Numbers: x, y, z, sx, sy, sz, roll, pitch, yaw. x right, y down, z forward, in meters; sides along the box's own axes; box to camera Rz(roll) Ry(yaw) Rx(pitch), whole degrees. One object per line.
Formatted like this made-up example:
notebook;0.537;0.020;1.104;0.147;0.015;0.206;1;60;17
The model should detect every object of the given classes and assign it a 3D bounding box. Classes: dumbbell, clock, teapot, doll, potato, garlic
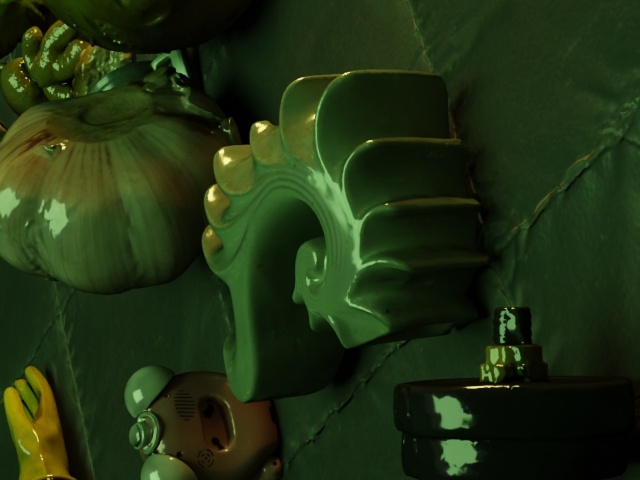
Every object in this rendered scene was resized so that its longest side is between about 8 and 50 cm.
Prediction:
dumbbell;0.148;0.244;1.095;0.185;0.185;0.388;-5;85;60
clock;-0.135;0.214;1.618;0.093;0.162;0.166;-46;52;47
teapot;-0.214;-0.171;1.851;0.108;0.149;0.111;62;-179;17
doll;-0.407;-0.260;2.200;0.209;0.097;0.137;-32;93;39
potato;-0.217;-0.301;1.675;0.300;0.246;0.196;-34;46;49
garlic;-0.241;-0.061;1.672;0.322;0.322;0.241;-2;115;60

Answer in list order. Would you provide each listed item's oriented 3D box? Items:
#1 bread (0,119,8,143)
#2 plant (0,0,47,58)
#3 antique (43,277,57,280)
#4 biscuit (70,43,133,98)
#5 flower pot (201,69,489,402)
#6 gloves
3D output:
bread;-0.523;-0.178;2.301;0.182;0.039;0.251;51;175;4
plant;-0.493;-0.386;2.175;0.251;0.180;0.333;-51;8;-24
antique;-0.284;-0.006;1.859;0.088;0.183;0.086;64;141;40
biscuit;-0.323;-0.210;2.057;0.118;0.061;0.183;46;129;53
flower pot;0.000;0.000;1.383;0.367;0.165;0.254;-31;68;55
gloves;-0.443;0.318;2.232;0.133;0.116;0.294;-65;31;24
